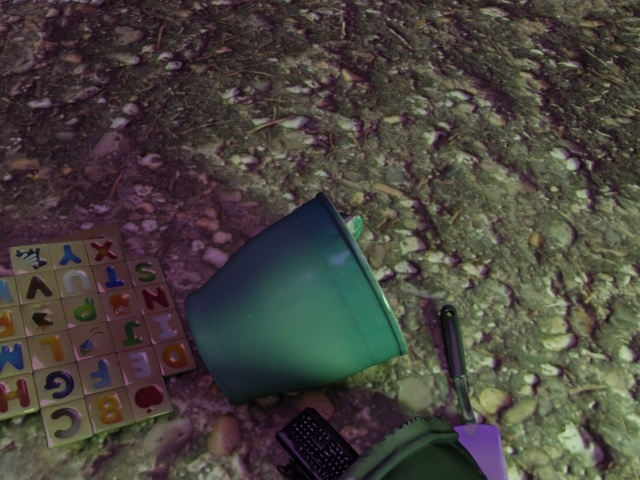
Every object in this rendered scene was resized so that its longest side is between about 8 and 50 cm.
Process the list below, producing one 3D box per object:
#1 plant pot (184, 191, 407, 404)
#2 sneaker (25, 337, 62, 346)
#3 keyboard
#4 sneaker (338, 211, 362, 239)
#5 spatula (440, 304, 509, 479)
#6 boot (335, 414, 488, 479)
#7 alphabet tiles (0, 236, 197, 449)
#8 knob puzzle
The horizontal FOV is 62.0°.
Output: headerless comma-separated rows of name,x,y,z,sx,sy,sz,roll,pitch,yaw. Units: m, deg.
plant pot,-0.048,0.106,0.796,0.255,0.271,0.271,-28,58,-2
sneaker,-0.485,0.228,0.799,0.263,0.099,0.120,-16,82,-22
keyboard,0.016,0.330,0.755,0.100,0.038,0.192,-38,62,-25
sneaker,0.000,0.000,0.991,0.166,0.064,0.076,-36,46,-28
spatula,0.222,0.234,0.833,0.084,0.030,0.296,-4,54,2
boot,0.212,0.397,0.540,0.146,0.367,0.445,-50,62,15
alphabet tiles,-0.362,0.134,0.830,0.285,0.011,0.342,-7,54,-35
knob puzzle,-0.424,0.069,0.940,0.213,0.030,0.213,1,53,-1
